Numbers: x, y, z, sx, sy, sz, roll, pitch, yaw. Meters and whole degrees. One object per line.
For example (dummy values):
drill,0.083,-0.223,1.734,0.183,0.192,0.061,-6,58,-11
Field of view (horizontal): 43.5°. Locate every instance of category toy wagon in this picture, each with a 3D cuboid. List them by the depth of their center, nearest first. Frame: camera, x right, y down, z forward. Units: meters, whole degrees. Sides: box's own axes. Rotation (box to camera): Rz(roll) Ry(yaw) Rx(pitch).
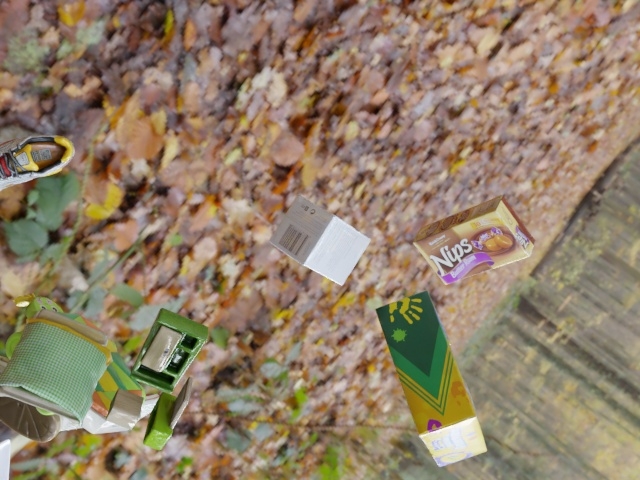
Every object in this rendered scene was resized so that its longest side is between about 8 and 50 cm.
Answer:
toy wagon,-0.481,0.222,1.550,0.068,0.344,0.267,-43,158,10

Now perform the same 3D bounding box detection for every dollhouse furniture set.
dollhouse furniture set,-0.371,0.204,1.388,0.151,0.302,0.197,-57,-163,28

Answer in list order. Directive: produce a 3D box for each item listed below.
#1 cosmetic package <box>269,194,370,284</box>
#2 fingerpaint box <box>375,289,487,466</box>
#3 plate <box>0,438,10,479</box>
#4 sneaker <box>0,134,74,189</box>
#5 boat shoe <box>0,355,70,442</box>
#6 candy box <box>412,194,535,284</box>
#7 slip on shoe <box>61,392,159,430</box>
cosmetic package,0.000,0.000,2.115,0.184,0.151,0.151,30,92,-51
fingerpaint box,0.321,0.400,2.257,0.163,0.371,0.444,-21,151,5
plate,-0.856,0.643,1.915,0.278,0.045,0.277,-25,126,-68
sneaker,-0.516,-0.132,1.327,0.225,0.088,0.093,-26,-169,-30
boat shoe,-0.612,0.278,1.546,0.109,0.302,0.098,-66,172,20
candy box,0.270,0.002,1.424,0.187,0.109,0.053,-24,-157,41
slip on shoe,-0.528,0.384,1.908,0.331,0.101,0.123,6,142,-41
